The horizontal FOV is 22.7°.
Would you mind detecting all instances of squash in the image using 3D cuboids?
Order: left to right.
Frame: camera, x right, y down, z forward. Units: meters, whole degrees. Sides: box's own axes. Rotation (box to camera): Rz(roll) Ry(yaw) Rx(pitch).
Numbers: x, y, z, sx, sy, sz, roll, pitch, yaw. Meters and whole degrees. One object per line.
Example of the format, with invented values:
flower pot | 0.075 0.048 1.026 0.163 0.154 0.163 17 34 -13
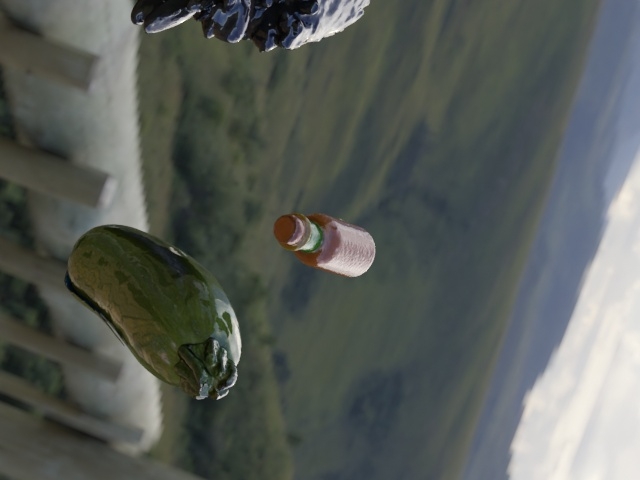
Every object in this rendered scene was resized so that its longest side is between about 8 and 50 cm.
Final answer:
squash | -0.122 0.056 1.275 0.341 0.094 0.094 32 -77 60

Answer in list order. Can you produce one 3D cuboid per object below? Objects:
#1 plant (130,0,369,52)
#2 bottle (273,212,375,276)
plant | -0.076 -0.306 1.715 0.320 0.181 0.194 -12 120 -57
bottle | 0.000 0.000 1.910 0.187 0.069 0.069 20 91 -64
